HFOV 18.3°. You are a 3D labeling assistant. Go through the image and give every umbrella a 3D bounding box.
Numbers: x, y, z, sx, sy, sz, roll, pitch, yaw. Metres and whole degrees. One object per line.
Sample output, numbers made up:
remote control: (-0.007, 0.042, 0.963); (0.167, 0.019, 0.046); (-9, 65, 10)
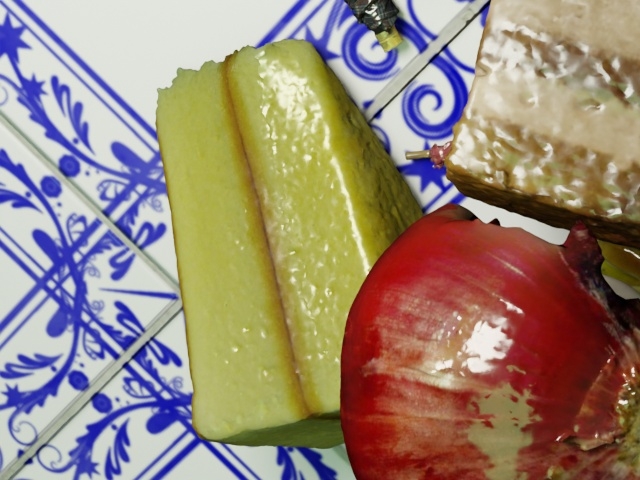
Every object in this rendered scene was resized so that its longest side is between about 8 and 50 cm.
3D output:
umbrella: (0.153, -0.083, 1.779); (0.165, 0.025, 0.027); (-7, 89, 23)
umbrella: (0.030, -0.232, 1.748); (0.037, 0.040, 0.144); (-28, 103, 18)

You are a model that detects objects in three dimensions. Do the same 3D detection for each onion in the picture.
onion: (0.179, 0.142, 1.578); (0.341, 0.341, 0.341); (9, 117, 18)

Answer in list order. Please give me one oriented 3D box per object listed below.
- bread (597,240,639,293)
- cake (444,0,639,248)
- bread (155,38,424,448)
bread: (0.330, 0.041, 1.721); (0.213, 0.105, 0.213); (7, 114, 17)
cake: (0.231, -0.149, 1.599); (0.199, 0.196, 0.293); (15, 86, 14)
bread: (0.000, 0.000, 1.865); (0.233, 0.245, 0.361); (-18, 76, 30)
